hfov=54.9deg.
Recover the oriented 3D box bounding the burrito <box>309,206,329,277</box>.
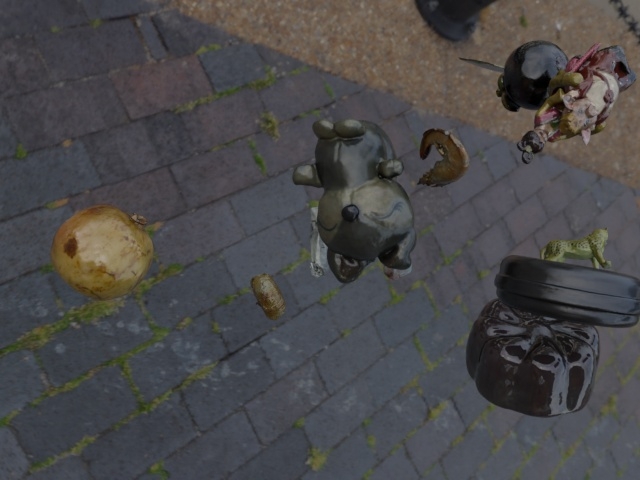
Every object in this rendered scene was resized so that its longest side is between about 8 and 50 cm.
[{"bbox_3d":[-0.001,0.000,1.690,0.064,0.064,0.203,2,90,-35],"label":"burrito"}]

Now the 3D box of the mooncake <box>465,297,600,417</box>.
[{"bbox_3d":[0.466,0.239,1.351,0.306,0.306,0.154,-25,125,-37],"label":"mooncake"}]

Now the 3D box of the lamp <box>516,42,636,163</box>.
[{"bbox_3d":[0.412,-0.217,0.990,0.253,0.118,0.118,-42,105,-31],"label":"lamp"}]

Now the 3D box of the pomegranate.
[{"bbox_3d":[-0.466,0.014,1.328,0.215,0.215,0.216,8,76,-34],"label":"pomegranate"}]

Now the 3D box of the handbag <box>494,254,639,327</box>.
[{"bbox_3d":[0.444,0.086,1.103,0.308,0.253,0.093,1,97,-78],"label":"handbag"}]

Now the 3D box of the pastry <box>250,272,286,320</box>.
[{"bbox_3d":[-0.157,0.169,1.872,0.081,0.153,0.154,-21,93,-13],"label":"pastry"}]

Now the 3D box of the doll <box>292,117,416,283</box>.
[{"bbox_3d":[0.128,-0.107,1.445,0.378,0.252,0.383,-21,102,-51],"label":"doll"}]

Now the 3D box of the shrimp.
[{"bbox_3d":[0.269,-0.185,1.428,0.133,0.236,0.053,46,74,1],"label":"shrimp"}]

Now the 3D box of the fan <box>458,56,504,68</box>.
[{"bbox_3d":[0.536,-0.452,1.671,0.334,0.229,0.011,16,106,7],"label":"fan"}]

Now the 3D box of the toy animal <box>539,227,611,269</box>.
[{"bbox_3d":[0.582,0.032,1.432,0.073,0.181,0.136,60,28,-43],"label":"toy animal"}]

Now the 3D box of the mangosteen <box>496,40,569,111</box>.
[{"bbox_3d":[0.402,-0.312,1.190,0.137,0.151,0.137,9,72,-32],"label":"mangosteen"}]

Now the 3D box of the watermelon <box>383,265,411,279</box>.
[{"bbox_3d":[0.246,0.082,1.991,0.094,0.180,0.081,-29,90,-2],"label":"watermelon"}]
